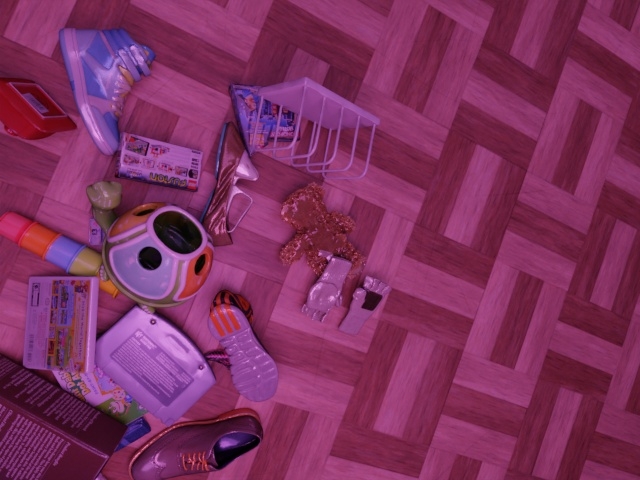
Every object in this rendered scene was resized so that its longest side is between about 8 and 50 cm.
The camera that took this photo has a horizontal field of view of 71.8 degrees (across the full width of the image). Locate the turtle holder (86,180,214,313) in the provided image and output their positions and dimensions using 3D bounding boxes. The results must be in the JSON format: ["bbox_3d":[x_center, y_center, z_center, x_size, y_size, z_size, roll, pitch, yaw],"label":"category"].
[{"bbox_3d":[-0.394,-0.002,1.069,0.244,0.227,0.320,-17,77,-42],"label":"turtle holder"}]

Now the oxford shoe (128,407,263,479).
[{"bbox_3d":[-0.332,0.562,1.188,0.364,0.133,0.129,-18,97,-15],"label":"oxford shoe"}]

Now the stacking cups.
[{"bbox_3d":[-0.639,0.037,1.102,0.317,0.096,0.095,29,84,-15],"label":"stacking cups"}]

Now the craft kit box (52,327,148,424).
[{"bbox_3d":[-0.531,0.355,1.166,0.247,0.061,0.249,-27,99,-11],"label":"craft kit box"}]

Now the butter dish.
[{"bbox_3d":[-0.707,-0.297,1.059,0.118,0.160,0.160,-38,103,12],"label":"butter dish"}]

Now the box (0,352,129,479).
[{"bbox_3d":[-0.681,0.448,1.036,0.382,0.143,0.191,35,95,-5],"label":"box"}]

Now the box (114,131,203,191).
[{"bbox_3d":[-0.415,-0.199,1.150,0.207,0.036,0.113,9,89,-40],"label":"box"}]

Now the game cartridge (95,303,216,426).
[{"bbox_3d":[-0.422,0.314,1.143,0.196,0.060,0.294,-43,103,-8],"label":"game cartridge"}]

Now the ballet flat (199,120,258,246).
[{"bbox_3d":[-0.239,-0.142,1.198,0.124,0.116,0.341,14,90,-5],"label":"ballet flat"}]

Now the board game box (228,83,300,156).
[{"bbox_3d":[-0.157,-0.331,1.249,0.194,0.060,0.193,-1,95,-19],"label":"board game box"}]

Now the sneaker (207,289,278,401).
[{"bbox_3d":[-0.200,0.270,1.202,0.125,0.180,0.320,-18,110,-2],"label":"sneaker"}]

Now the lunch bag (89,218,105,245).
[{"bbox_3d":[-0.555,-0.021,1.147,0.084,0.053,0.070,2,90,-8],"label":"lunch bag"}]

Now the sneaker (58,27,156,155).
[{"bbox_3d":[-0.503,-0.386,1.112,0.209,0.127,0.318,-16,97,-14],"label":"sneaker"}]

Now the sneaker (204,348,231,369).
[{"bbox_3d":[-0.267,0.341,1.251,0.120,0.047,0.057,7,101,-15],"label":"sneaker"}]

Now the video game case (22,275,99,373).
[{"bbox_3d":[-0.631,0.200,1.074,0.207,0.026,0.226,-1,84,19],"label":"video game case"}]

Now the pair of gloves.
[{"bbox_3d":[0.074,0.171,1.294,0.240,0.042,0.204,29,100,-29],"label":"pair of gloves"}]

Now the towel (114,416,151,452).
[{"bbox_3d":[-0.516,0.521,1.174,0.120,0.029,0.067,-27,135,-15],"label":"towel"}]

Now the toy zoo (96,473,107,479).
[{"bbox_3d":[-0.597,0.741,1.157,0.192,0.030,0.293,-37,101,-5],"label":"toy zoo"}]

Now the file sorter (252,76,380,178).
[{"bbox_3d":[-0.015,-0.281,1.170,0.278,0.193,0.172,14,86,-43],"label":"file sorter"}]

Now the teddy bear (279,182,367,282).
[{"bbox_3d":[0.000,0.000,1.296,0.338,0.113,0.245,40,88,-22],"label":"teddy bear"}]
